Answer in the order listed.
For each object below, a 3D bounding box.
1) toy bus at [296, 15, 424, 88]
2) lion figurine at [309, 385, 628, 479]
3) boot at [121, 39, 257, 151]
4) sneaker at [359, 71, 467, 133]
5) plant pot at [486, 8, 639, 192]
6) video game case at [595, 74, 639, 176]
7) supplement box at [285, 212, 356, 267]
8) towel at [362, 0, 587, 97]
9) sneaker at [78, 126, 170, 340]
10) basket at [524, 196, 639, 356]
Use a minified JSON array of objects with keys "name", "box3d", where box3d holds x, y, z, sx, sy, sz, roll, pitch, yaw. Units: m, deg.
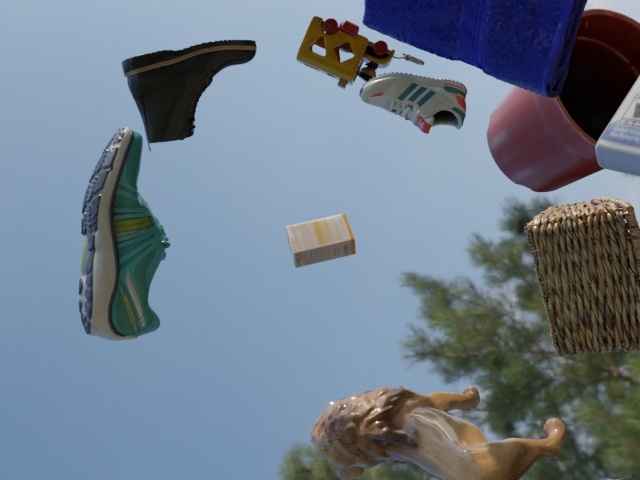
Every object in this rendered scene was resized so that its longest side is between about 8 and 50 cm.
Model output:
[{"name":"toy bus","box3d":[0.054,-0.335,1.660,0.191,0.202,0.104,19,-82,-43]},{"name":"lion figurine","box3d":[0.175,0.280,1.179,0.240,0.392,0.142,1,-89,-34]},{"name":"boot","box3d":[-0.181,-0.218,1.325,0.077,0.198,0.137,-154,50,-80]},{"name":"sneaker","box3d":[0.138,-0.197,1.309,0.057,0.161,0.075,107,166,-62]},{"name":"plant pot","box3d":[0.445,-0.223,1.583,0.272,0.265,0.272,6,-109,-19]},{"name":"video game case","box3d":[0.461,-0.144,0.788,0.300,0.329,0.036,-53,-41,-22]},{"name":"supplement box","box3d":[0.000,0.000,1.395,0.036,0.098,0.062,83,172,-47]},{"name":"towel","box3d":[0.192,-0.329,1.154,0.076,0.308,0.227,-36,-36,-42]},{"name":"sneaker","box3d":[-0.251,-0.008,1.163,0.110,0.107,0.275,4,-96,-26]},{"name":"basket","box3d":[0.577,0.065,1.810,0.213,0.223,0.299,-24,-80,-55]}]
